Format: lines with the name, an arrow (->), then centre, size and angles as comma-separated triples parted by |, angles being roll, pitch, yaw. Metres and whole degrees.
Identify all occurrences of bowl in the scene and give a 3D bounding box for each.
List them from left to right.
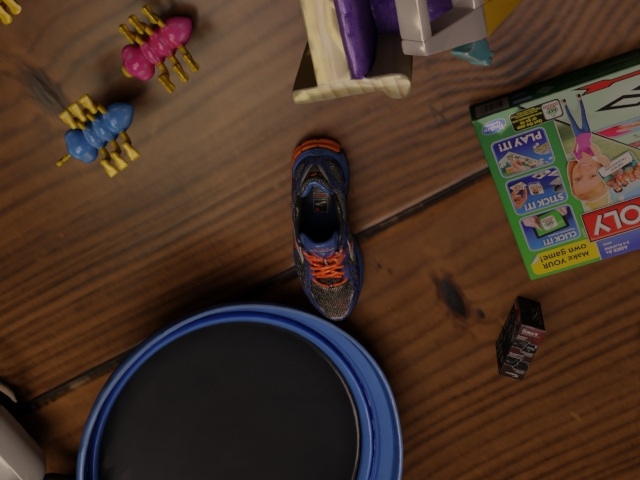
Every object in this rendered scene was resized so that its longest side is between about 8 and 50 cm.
bowl -> -0.413, 0.260, 1.439 | 0.142, 0.053, 0.142 | 53, 149, -15
bowl -> -0.094, 0.261, 1.326 | 0.391, 0.077, 0.391 | -2, 97, -19

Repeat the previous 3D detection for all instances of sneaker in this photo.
sneaker -> 0.000, 0.000, 1.265 | 0.083, 0.087, 0.221 | -6, 119, 9

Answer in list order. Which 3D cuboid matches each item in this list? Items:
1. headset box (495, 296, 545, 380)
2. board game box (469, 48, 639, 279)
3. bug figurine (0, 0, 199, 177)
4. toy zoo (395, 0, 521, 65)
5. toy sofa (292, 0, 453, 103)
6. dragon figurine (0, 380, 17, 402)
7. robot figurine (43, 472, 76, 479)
headset box -> 0.236, 0.112, 1.323 | 0.032, 0.062, 0.083 | 17, 119, -5
board game box -> 0.346, -0.096, 1.206 | 0.317, 0.046, 0.213 | -18, 116, 14
bug figurine -> -0.253, -0.215, 1.173 | 0.216, 0.072, 0.279 | -31, 108, 13
toy zoo -> 0.128, -0.300, 1.037 | 0.030, 0.192, 0.293 | 14, 129, 40
toy sofa -> 0.029, -0.322, 1.044 | 0.177, 0.150, 0.362 | -7, 119, 10
dragon figurine -> -0.510, 0.119, 1.376 | 0.289, 0.144, 0.085 | 11, 120, -24
robot figurine -> -0.236, 0.382, 1.450 | 0.278, 0.209, 0.174 | 10, 94, -1
